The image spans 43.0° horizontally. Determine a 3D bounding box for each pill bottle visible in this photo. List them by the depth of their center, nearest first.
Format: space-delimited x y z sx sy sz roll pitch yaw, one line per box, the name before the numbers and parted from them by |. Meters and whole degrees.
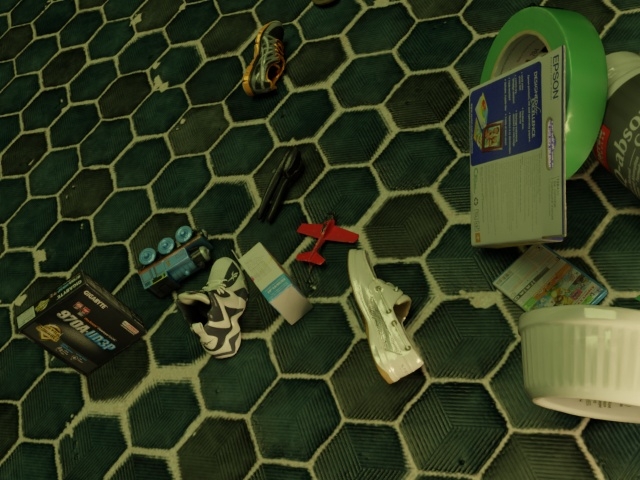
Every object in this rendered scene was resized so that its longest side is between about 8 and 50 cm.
pill bottle | 0.586 -0.170 1.369 0.210 0.210 0.363 -32 37 5

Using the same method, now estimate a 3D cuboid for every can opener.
can opener | -0.095 -0.126 1.829 0.059 0.073 0.186 22 80 29

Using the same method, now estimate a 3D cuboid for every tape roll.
tape roll | 0.398 -0.262 1.496 0.077 0.321 0.321 2 50 -18

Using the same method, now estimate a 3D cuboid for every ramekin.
ramekin | 0.427 0.191 1.204 0.272 0.273 0.127 0 71 29

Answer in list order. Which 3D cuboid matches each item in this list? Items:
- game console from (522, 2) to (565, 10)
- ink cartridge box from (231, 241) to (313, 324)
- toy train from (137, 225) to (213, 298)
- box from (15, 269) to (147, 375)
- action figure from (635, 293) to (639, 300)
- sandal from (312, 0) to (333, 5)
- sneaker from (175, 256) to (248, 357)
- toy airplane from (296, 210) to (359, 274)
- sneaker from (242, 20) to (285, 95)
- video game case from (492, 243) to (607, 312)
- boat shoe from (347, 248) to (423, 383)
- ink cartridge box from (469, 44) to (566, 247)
game console | 0.472 -0.450 1.771 0.107 0.071 0.122 -33 40 46
ink cartridge box | -0.100 0.076 1.661 0.061 0.104 0.181 -40 49 -2
toy train | -0.325 0.047 1.826 0.184 0.080 0.105 -31 59 4
box | -0.507 0.180 1.735 0.175 0.220 0.051 -35 47 2
action figure | 0.637 0.049 1.308 0.232 0.063 0.137 -44 47 -14
sandal | -0.007 -0.684 2.164 0.072 0.049 0.180 -30 49 7
sneaker | -0.227 0.111 1.675 0.094 0.153 0.235 -9 55 22
toy airplane | 0.000 0.000 1.709 0.151 0.028 0.151 -13 54 19
sneaker | -0.125 -0.459 2.060 0.083 0.084 0.215 6 72 29
video game case | 0.404 0.084 1.442 0.119 0.015 0.166 -43 49 -4
boat shoe | 0.125 0.127 1.516 0.096 0.098 0.277 -24 60 12
ink cartridge box | 0.354 -0.144 1.396 0.307 0.072 0.304 172 99 -70
